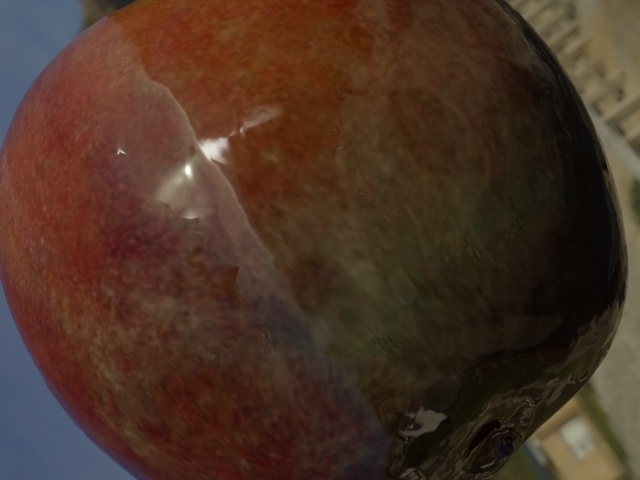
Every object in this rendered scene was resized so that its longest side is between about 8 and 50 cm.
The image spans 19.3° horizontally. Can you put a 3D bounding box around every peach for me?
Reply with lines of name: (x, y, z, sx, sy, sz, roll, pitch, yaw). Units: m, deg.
peach: (0.000, 0.000, 0.767, 0.252, 0.252, 0.252, 52, -173, -10)
